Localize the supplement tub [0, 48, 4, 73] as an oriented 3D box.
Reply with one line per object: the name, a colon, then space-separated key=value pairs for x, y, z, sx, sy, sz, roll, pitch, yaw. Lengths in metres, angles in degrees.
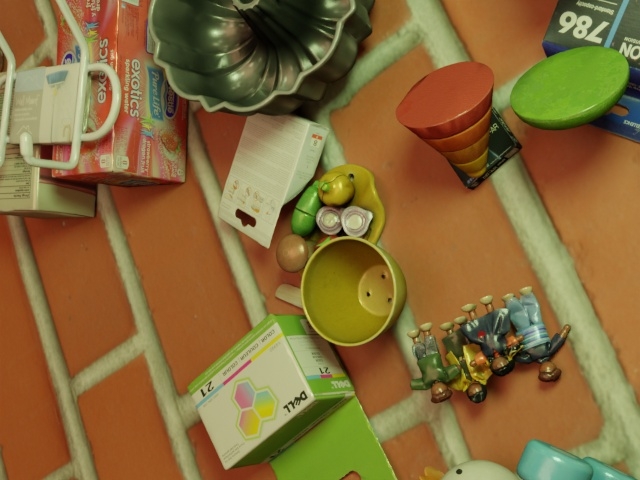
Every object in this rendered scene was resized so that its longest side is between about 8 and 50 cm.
supplement tub: x=-0.670 y=-0.330 z=1.788 sx=0.106 sy=0.198 sz=0.106 roll=-5 pitch=82 yaw=37

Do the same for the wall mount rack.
wall mount rack: x=-0.435 y=-0.253 z=1.464 sx=0.350 sy=0.130 sz=0.304 roll=3 pitch=88 yaw=41

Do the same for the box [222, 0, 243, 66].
box: x=-0.156 y=-0.314 z=1.505 sx=0.105 sy=0.043 sz=0.179 roll=-18 pitch=77 yaw=34

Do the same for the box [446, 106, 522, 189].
box: x=0.196 y=-0.114 z=1.240 sx=0.083 sy=0.018 sz=0.067 roll=-42 pitch=64 yaw=26

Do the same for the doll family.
doll family: x=0.196 y=0.133 z=1.183 sx=0.193 sy=0.076 sz=0.111 roll=-30 pitch=64 yaw=27

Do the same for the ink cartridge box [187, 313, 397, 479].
ink cartridge box: x=-0.039 y=0.251 z=1.328 sx=0.189 sy=0.097 sz=0.255 roll=-42 pitch=62 yaw=27

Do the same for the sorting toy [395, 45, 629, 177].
sorting toy: x=0.265 y=-0.126 z=1.115 sx=0.365 sy=0.126 sz=0.127 roll=0 pitch=44 yaw=36

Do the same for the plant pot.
plant pot: x=0.057 y=0.063 z=1.274 sx=0.134 sy=0.095 sz=0.134 roll=-1 pitch=89 yaw=31

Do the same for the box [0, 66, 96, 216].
box: x=-0.457 y=-0.155 z=1.658 sx=0.148 sy=0.126 sz=0.233 roll=1 pitch=86 yaw=36

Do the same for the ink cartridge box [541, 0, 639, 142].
ink cartridge box: x=0.359 y=-0.282 z=1.111 sx=0.165 sy=0.065 sz=0.333 roll=25 pitch=101 yaw=35

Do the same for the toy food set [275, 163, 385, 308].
toy food set: x=0.000 y=0.000 z=1.340 sx=0.128 sy=0.071 sz=0.218 roll=30 pitch=103 yaw=35

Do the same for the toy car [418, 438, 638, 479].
toy car: x=0.184 y=0.307 z=1.109 sx=0.238 sy=0.210 sz=0.219 roll=23 pitch=89 yaw=48

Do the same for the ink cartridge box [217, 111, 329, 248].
ink cartridge box: x=-0.068 y=-0.093 z=1.402 sx=0.145 sy=0.045 sz=0.179 roll=30 pitch=107 yaw=48

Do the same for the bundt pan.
bundt pan: x=-0.065 y=-0.314 z=1.354 sx=0.330 sy=0.124 sz=0.331 roll=-6 pitch=78 yaw=29

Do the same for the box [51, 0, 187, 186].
box: x=-0.300 y=-0.238 z=1.537 sx=0.142 sy=0.154 sz=0.300 roll=-2 pitch=86 yaw=38
